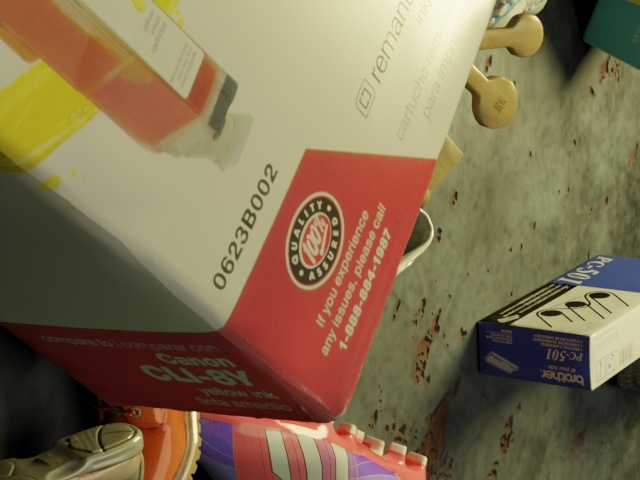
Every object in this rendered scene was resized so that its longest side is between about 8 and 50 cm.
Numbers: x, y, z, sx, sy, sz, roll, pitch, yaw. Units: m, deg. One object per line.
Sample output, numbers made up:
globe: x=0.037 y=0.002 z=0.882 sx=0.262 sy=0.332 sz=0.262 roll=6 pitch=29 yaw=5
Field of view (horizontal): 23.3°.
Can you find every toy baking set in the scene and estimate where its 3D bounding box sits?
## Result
toy baking set: x=0.053 y=-0.149 z=0.985 sx=0.196 sy=0.030 sz=0.256 roll=-33 pitch=122 yaw=-26

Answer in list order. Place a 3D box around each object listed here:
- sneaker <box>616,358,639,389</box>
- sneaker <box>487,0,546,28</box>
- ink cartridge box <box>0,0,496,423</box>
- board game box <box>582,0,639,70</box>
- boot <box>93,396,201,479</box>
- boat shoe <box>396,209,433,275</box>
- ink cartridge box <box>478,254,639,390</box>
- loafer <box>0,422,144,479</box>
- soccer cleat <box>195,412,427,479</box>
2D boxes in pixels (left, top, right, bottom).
sneaker: x=0.342 y=0.061 z=1.430 sx=0.297 sy=0.111 sz=0.129 roll=-14 pitch=91 yaw=-57
sneaker: x=0.137 y=-0.182 z=1.111 sx=0.191 sy=0.071 sz=0.083 roll=-56 pitch=142 yaw=-33
ink cartridge box: x=-0.106 y=-0.131 z=0.664 sx=0.384 sy=0.160 sz=0.279 roll=43 pitch=60 yaw=-42
board game box: x=0.332 y=-0.329 z=1.217 sx=0.254 sy=0.079 sz=0.336 roll=-52 pitch=165 yaw=-37
boot: x=-0.104 y=0.079 z=0.827 sx=0.084 sy=0.059 sz=0.158 roll=33 pitch=61 yaw=-49
boat shoe: x=0.000 y=0.000 z=0.901 sx=0.083 sy=0.075 sz=0.226 roll=66 pitch=23 yaw=0
ink cartridge box: x=0.219 y=0.062 z=1.237 sx=0.207 sy=0.097 sz=0.046 roll=-22 pitch=113 yaw=-51
loafer: x=-0.142 y=0.127 z=0.761 sx=0.125 sy=0.045 sz=0.039 roll=-17 pitch=110 yaw=-29
soccer cleat: x=-0.012 y=0.152 z=0.947 sx=0.248 sy=0.083 sz=0.095 roll=29 pitch=76 yaw=-55
